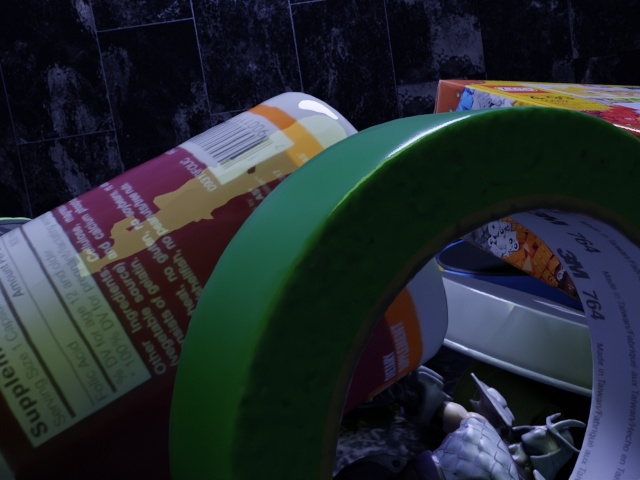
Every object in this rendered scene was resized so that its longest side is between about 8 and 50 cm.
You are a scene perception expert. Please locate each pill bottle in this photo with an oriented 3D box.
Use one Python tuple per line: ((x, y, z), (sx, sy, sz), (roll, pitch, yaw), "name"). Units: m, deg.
((-0.131, 0.081, 0.565), (0.392, 0.224, 0.224), (-30, 16, -15), "pill bottle")

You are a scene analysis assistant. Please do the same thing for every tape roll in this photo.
((0.087, 0.094, 0.433), (0.321, 0.321, 0.077), (-14, 11, -27), "tape roll")

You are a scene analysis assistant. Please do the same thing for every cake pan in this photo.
((0.217, 0.089, 0.790), (0.293, 0.054, 0.293), (16, 3, -1), "cake pan")

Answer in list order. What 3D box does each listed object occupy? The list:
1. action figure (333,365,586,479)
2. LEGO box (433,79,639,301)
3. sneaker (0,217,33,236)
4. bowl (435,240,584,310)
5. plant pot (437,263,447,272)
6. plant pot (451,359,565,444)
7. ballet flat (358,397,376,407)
((0.057, 0.179, 0.591), (0.285, 0.099, 0.185), (-18, 29, -4), "action figure")
((0.442, -0.074, 1.035), (0.501, 0.193, 0.372), (-3, 19, -25), "LEGO box")
((-0.343, 0.069, 1.216), (0.202, 0.185, 0.483), (11, 8, 41), "sneaker")
((0.347, 0.041, 1.242), (0.392, 0.077, 0.391), (-8, 9, 1), "bowl")
((0.126, 0.072, 1.157), (0.095, 0.134, 0.134), (8, 3, -22), "plant pot")
((0.175, 0.155, 0.756), (0.083, 0.083, 0.079), (-13, 22, -25), "plant pot")
((0.021, 0.130, 1.009), (0.091, 0.077, 0.241), (-9, 10, -12), "ballet flat")
